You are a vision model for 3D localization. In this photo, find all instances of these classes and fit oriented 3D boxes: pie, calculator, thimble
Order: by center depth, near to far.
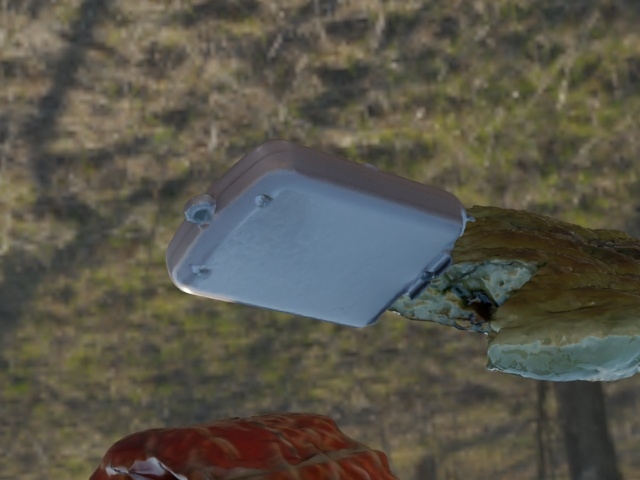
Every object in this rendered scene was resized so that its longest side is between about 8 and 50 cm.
[{"bbox_3d":[0.000,0.000,0.717,0.175,0.032,0.100,15,130,-42],"label":"calculator"},{"bbox_3d":[0.206,0.041,1.075,0.337,0.075,0.337,5,-165,-1],"label":"pie"},{"bbox_3d":[-0.064,0.328,1.209,0.231,0.350,0.350,-1,166,-43],"label":"thimble"}]
